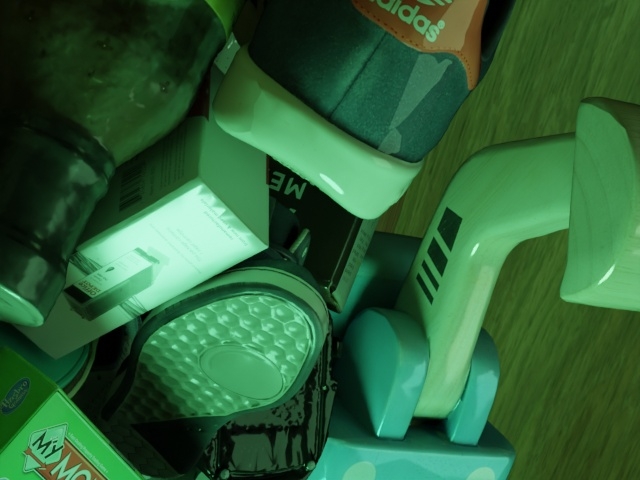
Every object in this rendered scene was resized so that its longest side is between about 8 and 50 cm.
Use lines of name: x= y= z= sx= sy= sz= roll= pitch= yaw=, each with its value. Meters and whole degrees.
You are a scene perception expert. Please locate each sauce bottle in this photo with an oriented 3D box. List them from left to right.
sauce bottle: x=-0.087 y=-0.125 z=0.802 sx=0.111 sy=0.111 sz=0.344 roll=90 pitch=21 yaw=-70

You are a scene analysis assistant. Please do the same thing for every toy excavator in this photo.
toy excavator: x=0.063 y=0.061 z=1.244 sx=0.433 sy=0.222 sz=0.445 roll=41 pitch=-61 yaw=54

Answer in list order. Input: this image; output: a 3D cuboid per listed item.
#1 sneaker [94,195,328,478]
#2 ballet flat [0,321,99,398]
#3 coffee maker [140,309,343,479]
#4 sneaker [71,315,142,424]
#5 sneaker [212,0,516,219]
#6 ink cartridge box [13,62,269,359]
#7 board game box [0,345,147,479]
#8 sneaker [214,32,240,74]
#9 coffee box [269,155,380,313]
sneaker: x=-0.044 y=0.021 z=0.927 sx=0.226 sy=0.086 sz=0.163 roll=-41 pitch=-159 yaw=54
ballet flat: x=-0.159 y=0.046 z=0.917 sx=0.248 sy=0.086 sz=0.086 roll=-58 pitch=167 yaw=-58
coffee maker: x=-0.084 y=0.107 z=1.162 sx=0.178 sy=0.120 sz=0.171 roll=12 pitch=-103 yaw=58
sneaker: x=-0.175 y=0.122 z=0.983 sx=0.283 sy=0.110 sz=0.122 roll=-68 pitch=161 yaw=-54
sneaker: x=0.037 y=-0.126 z=0.867 sx=0.148 sy=0.131 sz=0.350 roll=-56 pitch=-169 yaw=15
ink cartridge box: x=-0.095 y=-0.015 z=0.848 sx=0.135 sy=0.056 sz=0.099 roll=-28 pitch=-143 yaw=22
board game box: x=-0.148 y=0.216 z=0.871 sx=0.213 sy=0.046 sz=0.317 roll=-49 pitch=144 yaw=-14
sneaker: x=-0.061 y=-0.171 z=1.032 sx=0.095 sy=0.090 sz=0.235 roll=40 pitch=67 yaw=-69
coffee box: x=-0.011 y=-0.121 z=1.140 sx=0.119 sy=0.168 sz=0.297 roll=69 pitch=42 yaw=-79
